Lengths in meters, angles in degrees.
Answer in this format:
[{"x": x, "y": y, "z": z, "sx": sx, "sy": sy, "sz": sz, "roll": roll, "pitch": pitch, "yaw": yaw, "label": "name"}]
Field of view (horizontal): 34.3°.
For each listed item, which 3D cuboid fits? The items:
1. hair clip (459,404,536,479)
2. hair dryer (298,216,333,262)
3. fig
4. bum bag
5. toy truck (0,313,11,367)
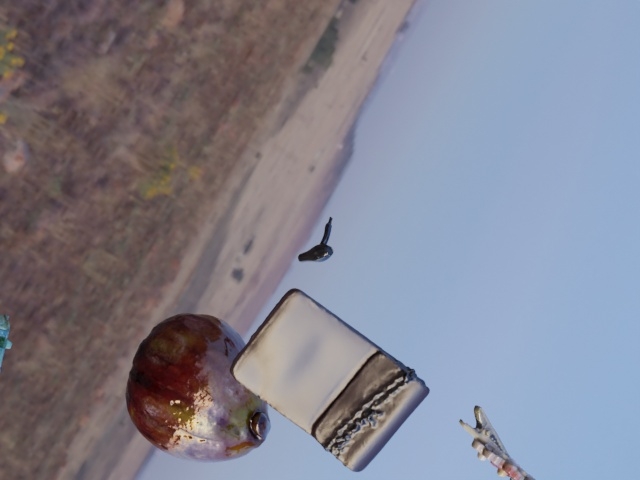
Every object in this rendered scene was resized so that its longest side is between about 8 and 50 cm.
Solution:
[{"x": 0.288, "y": 0.349, "z": 1.636, "sx": 0.056, "sy": 0.214, "sz": 0.062, "roll": -44, "pitch": -160, "yaw": -14, "label": "hair clip"}, {"x": 0.000, "y": 0.000, "z": 1.750, "sx": 0.079, "sy": 0.031, "sz": 0.083, "roll": -12, "pitch": -130, "yaw": 50, "label": "hair dryer"}, {"x": -0.199, "y": 0.246, "z": 1.695, "sx": 0.224, "sy": 0.263, "sz": 0.224, "roll": -27, "pitch": 163, "yaw": -9, "label": "fig"}, {"x": 0.006, "y": 0.126, "z": 0.934, "sx": 0.109, "sy": 0.159, "sz": 0.026, "roll": -53, "pitch": -176, "yaw": 10, "label": "bum bag"}, {"x": -0.433, "y": 0.118, "z": 1.284, "sx": 0.175, "sy": 0.067, "sz": 0.081, "roll": 9, "pitch": -101, "yaw": 61, "label": "toy truck"}]
